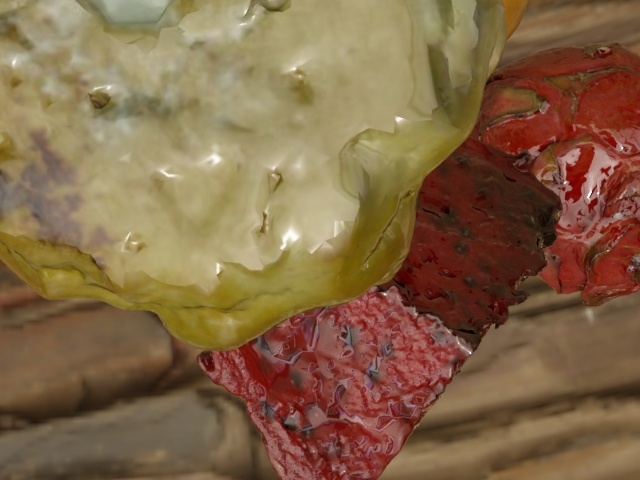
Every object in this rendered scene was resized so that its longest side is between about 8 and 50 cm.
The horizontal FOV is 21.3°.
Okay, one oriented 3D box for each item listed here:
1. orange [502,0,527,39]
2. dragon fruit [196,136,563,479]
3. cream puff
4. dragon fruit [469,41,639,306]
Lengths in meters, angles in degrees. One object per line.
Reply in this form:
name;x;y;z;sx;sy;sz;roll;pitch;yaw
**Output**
orange;0.092;-0.218;1.367;0.159;0.136;0.159;9;156;4
dragon fruit;-0.004;0.007;1.403;0.329;0.286;0.228;34;129;5
cream puff;-0.053;-0.112;0.900;0.291;0.324;0.257;-19;178;9
dragon fruit;0.294;-0.077;1.872;0.277;0.342;0.277;-31;148;-22
